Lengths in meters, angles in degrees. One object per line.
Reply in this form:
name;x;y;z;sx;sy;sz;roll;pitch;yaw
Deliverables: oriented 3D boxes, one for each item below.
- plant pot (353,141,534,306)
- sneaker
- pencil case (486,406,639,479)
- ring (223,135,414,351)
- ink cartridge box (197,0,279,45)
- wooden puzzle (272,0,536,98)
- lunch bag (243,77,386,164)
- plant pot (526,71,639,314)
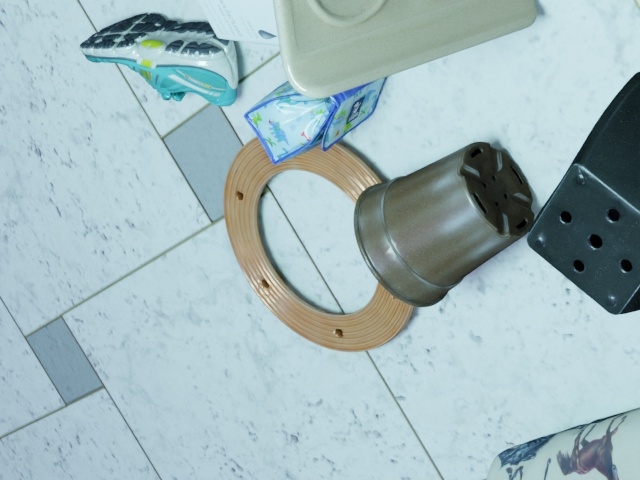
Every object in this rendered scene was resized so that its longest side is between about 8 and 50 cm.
plant pot;0.155;-0.026;1.572;0.165;0.167;0.167;-31;92;40
sneaker;-0.227;-0.243;1.827;0.275;0.107;0.110;17;134;35
pencil case;0.378;0.292;1.551;0.410;0.159;0.184;-27;80;47
ring;0.000;0.000;1.815;0.336;0.032;0.337;22;127;33
ink cartridge box;-0.028;-0.332;1.526;0.283;0.117;0.207;13;147;37
wooden puzzle;0.068;-0.354;1.341;0.080;0.322;0.348;22;128;54
lunch bag;0.005;-0.171;1.633;0.151;0.129;0.096;-26;100;45
plant pot;0.329;-0.032;1.395;0.187;0.167;0.188;42;137;16
